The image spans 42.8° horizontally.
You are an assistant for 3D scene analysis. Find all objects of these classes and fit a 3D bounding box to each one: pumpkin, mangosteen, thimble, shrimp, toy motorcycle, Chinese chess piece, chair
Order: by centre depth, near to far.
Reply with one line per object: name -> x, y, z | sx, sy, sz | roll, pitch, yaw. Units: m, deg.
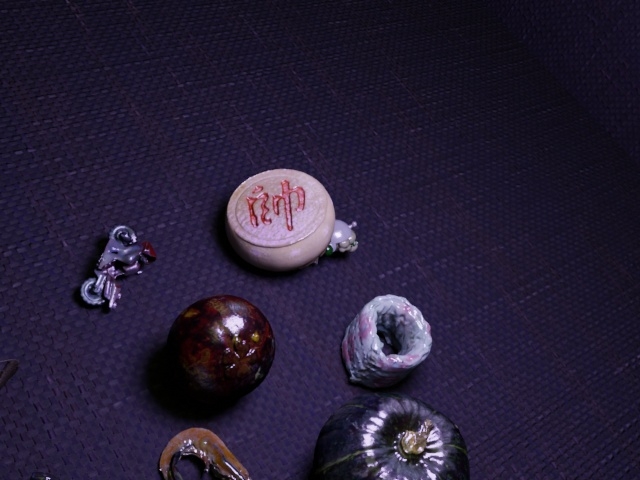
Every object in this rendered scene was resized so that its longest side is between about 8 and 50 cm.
chair -> -0.641, 0.301, 1.474 | 0.149, 0.174, 0.213 | 22, 58, -14
shrimp -> -0.220, 0.468, 1.617 | 0.219, 0.046, 0.152 | 38, 46, 12
pumpkin -> 0.143, 0.463, 1.663 | 0.323, 0.241, 0.323 | 9, 54, -13
mangosteen -> -0.219, 0.217, 1.739 | 0.231, 0.231, 0.289 | 9, 9, -19
toy motorcycle -> -0.445, 0.065, 1.819 | 0.122, 0.082, 0.213 | 22, 59, -3
thimble -> 0.149, 0.243, 1.912 | 0.185, 0.149, 0.211 | 39, 48, 5
Chinese chess piece -> -0.099, -0.051, 1.998 | 0.270, 0.112, 0.270 | -3, 52, 4

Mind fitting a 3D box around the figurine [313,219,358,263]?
figurine -> 0.001, 0.001, 2.075 | 0.197, 0.093, 0.147 | -12, 23, -2

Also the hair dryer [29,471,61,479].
hair dryer -> -0.505, 0.472, 1.498 | 0.079, 0.031, 0.083 | 27, 60, -16
